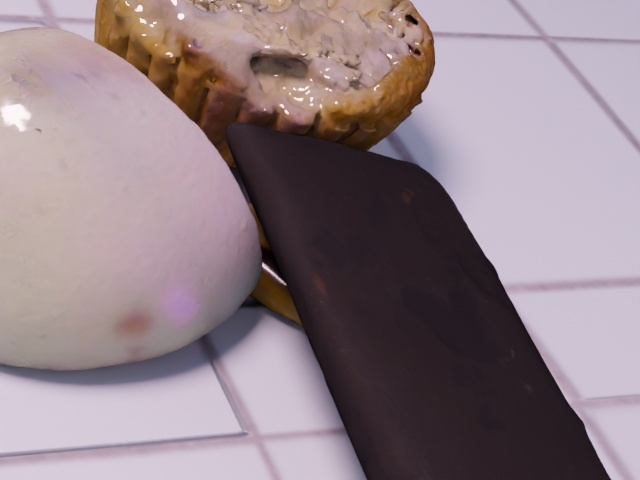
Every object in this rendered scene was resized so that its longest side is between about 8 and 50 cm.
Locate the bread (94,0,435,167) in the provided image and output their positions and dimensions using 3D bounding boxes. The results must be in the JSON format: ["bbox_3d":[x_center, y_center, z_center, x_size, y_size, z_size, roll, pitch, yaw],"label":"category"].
[{"bbox_3d":[-0.048,-0.141,1.239,0.274,0.149,0.274,13,30,-8],"label":"bread"}]

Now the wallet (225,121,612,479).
[{"bbox_3d":[0.066,0.061,1.045,0.197,0.051,0.378,12,38,-37],"label":"wallet"}]

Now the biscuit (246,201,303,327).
[{"bbox_3d":[0.000,0.000,1.174,0.174,0.039,0.183,29,36,19],"label":"biscuit"}]

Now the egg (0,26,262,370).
[{"bbox_3d":[-0.171,-0.041,1.018,0.271,0.162,0.206,19,44,8],"label":"egg"}]
